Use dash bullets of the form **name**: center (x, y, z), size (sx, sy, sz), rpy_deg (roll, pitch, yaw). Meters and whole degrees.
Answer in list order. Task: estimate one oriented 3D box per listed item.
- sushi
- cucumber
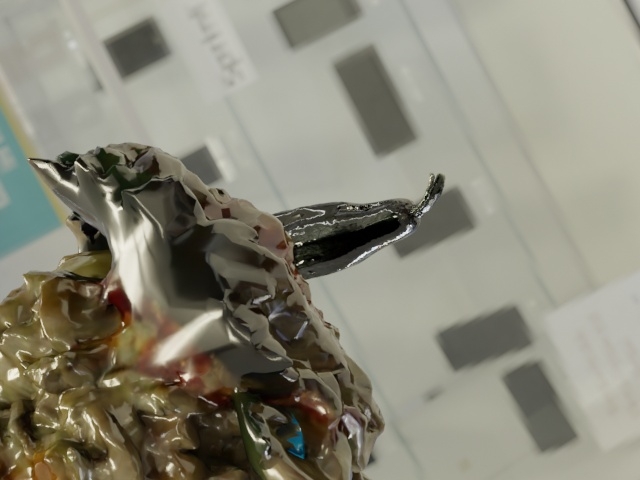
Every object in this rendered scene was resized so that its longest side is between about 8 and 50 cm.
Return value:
- **sushi**: center (-0.078, 0.081, 0.872), size (0.238, 0.219, 0.225), rpy_deg (37, -176, -3)
- **cucumber**: center (0.000, 0.000, 0.974), size (0.163, 0.039, 0.043), rpy_deg (-11, 83, 38)
